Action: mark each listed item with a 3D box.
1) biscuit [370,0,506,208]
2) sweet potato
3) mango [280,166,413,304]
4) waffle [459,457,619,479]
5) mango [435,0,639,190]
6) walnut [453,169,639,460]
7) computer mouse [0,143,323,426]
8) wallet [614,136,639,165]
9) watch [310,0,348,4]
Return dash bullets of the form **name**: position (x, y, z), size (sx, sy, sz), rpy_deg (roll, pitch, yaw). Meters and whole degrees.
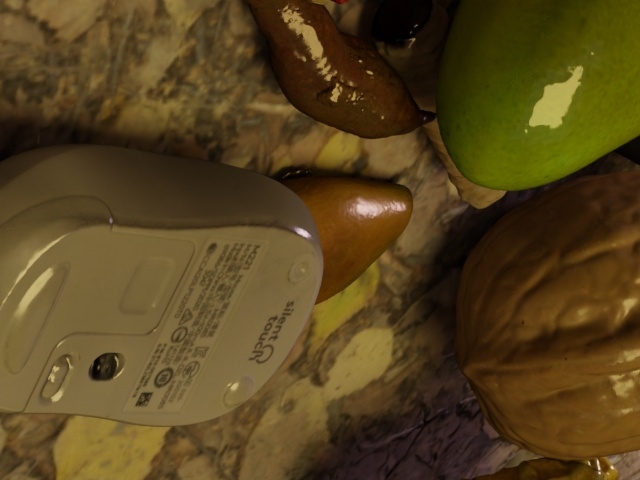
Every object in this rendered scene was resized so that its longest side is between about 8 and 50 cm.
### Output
- **biscuit**: position (0.088, -0.100, 1.371), size (0.061, 0.055, 0.219), rpy_deg (-59, 145, -16)
- **sweet potato**: position (-0.008, -0.120, 1.259), size (0.068, 0.068, 0.226), rpy_deg (-50, 132, 2)
- **mango**: position (0.000, 0.000, 1.370), size (0.187, 0.066, 0.101), rpy_deg (-17, 134, -44)
- **waffle**: position (0.109, 0.264, 1.624), size (0.329, 0.062, 0.329), rpy_deg (-23, 160, -9)
- **mango**: position (0.179, -0.153, 1.311), size (0.273, 0.149, 0.185), rpy_deg (-36, 130, -44)
- **walnut**: position (0.224, 0.058, 1.523), size (0.261, 0.225, 0.225), rpy_deg (-18, 134, -18)
- **computer mouse**: position (-0.135, 0.026, 1.208), size (0.297, 0.121, 0.184), rpy_deg (-1, 119, -49)
- **wallet**: position (0.312, -0.169, 1.560), size (0.124, 0.025, 0.244), rpy_deg (23, 105, -51)
- **watch**: position (-0.029, -0.243, 1.094), size (0.268, 0.102, 0.165), rpy_deg (32, 85, -53)
